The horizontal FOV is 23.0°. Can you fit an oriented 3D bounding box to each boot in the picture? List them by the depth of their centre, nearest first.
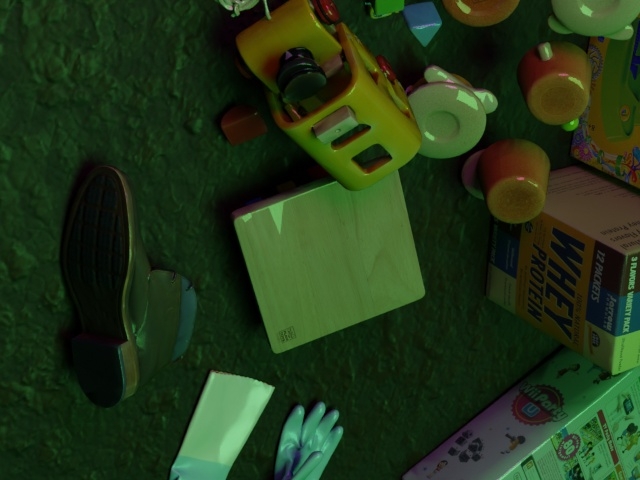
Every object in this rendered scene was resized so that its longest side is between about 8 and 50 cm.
[{"bbox_3d":[-0.167,0.031,1.405,0.106,0.082,0.219,-22,122,-53],"label":"boot"}]

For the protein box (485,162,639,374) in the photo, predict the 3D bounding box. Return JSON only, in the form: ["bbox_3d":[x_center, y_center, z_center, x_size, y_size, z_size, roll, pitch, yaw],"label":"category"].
[{"bbox_3d":[0.316,0.018,1.652,0.200,0.201,0.136,-14,119,-31],"label":"protein box"}]

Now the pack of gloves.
[{"bbox_3d":[-0.073,0.259,1.587,0.195,0.046,0.232,19,99,-41],"label":"pack of gloves"}]

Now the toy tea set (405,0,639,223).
[{"bbox_3d":[0.177,-0.177,1.521,0.200,0.124,0.336,12,128,-5],"label":"toy tea set"}]

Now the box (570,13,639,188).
[{"bbox_3d":[0.432,-0.176,1.585,0.177,0.290,0.279,-9,116,-33],"label":"box"}]

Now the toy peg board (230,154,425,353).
[{"bbox_3d":[0.000,0.000,1.508,0.161,0.079,0.161,-21,123,-9],"label":"toy peg board"}]

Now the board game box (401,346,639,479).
[{"bbox_3d":[0.263,0.273,1.809,0.303,0.097,0.224,-36,129,-16],"label":"board game box"}]

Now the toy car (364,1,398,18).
[{"bbox_3d":[0.068,-0.219,1.418,0.040,0.060,0.122,-20,158,-16],"label":"toy car"}]

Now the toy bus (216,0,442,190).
[{"bbox_3d":[0.004,-0.127,1.360,0.202,0.104,0.191,-4,139,-18],"label":"toy bus"}]
